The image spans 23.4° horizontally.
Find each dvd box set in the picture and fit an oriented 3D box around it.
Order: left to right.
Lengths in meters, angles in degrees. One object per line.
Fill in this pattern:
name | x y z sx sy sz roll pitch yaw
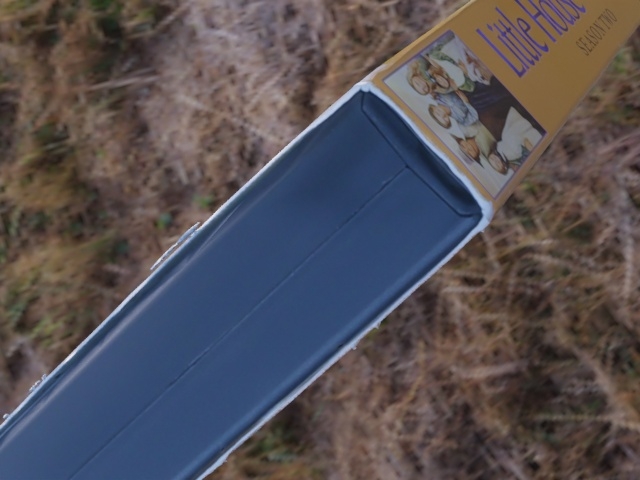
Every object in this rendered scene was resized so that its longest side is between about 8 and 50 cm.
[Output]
dvd box set | 0.000 0.000 0.693 0.062 0.420 0.307 47 117 0
